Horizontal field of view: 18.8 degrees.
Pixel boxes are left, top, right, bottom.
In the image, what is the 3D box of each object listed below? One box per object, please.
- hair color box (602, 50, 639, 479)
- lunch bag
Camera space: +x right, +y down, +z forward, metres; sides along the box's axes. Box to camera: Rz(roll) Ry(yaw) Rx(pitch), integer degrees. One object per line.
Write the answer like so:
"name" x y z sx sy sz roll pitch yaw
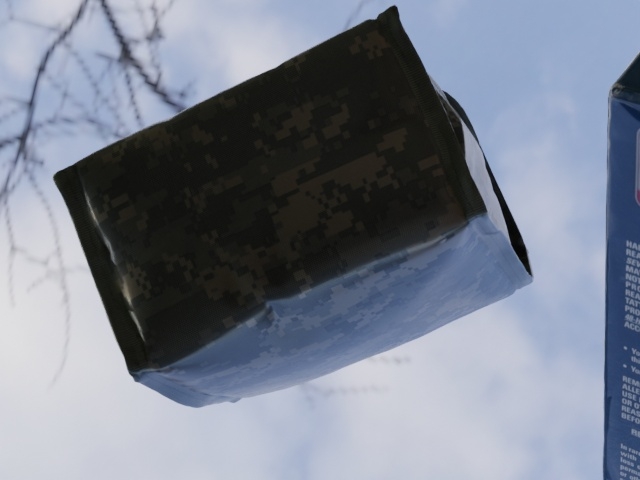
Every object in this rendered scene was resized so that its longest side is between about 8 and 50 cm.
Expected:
"hair color box" 0.202 0.034 0.824 0.105 0.347 0.174 20 -131 26
"lunch bag" 0.000 0.000 1.235 0.235 0.287 0.169 -25 -109 7
